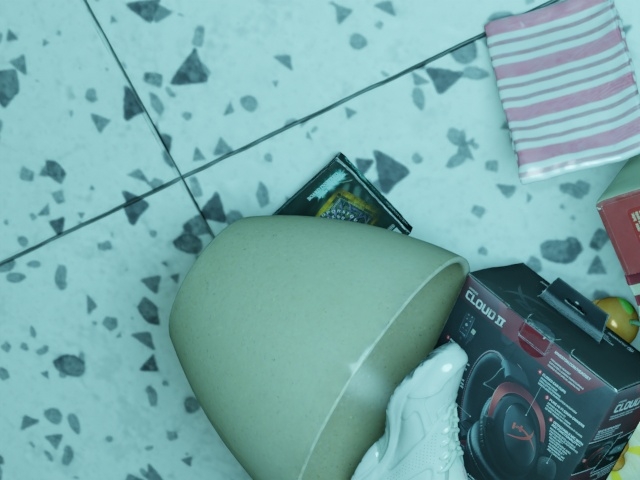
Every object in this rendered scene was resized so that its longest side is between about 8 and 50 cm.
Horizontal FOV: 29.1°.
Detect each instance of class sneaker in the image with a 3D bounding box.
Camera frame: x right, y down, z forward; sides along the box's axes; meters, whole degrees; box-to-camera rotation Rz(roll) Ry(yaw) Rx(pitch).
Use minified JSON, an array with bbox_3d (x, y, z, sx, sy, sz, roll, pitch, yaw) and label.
[{"bbox_3d":[0.124,0.217,1.349,0.115,0.090,0.232,33,121,20],"label":"sneaker"}]

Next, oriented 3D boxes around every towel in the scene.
[{"bbox_3d":[0.257,-0.164,1.297,0.144,0.029,0.197,-17,67,18],"label":"towel"}]

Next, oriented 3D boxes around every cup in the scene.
[{"bbox_3d":[-0.024,0.102,1.349,0.237,0.331,0.331,32,114,18],"label":"cup"}]

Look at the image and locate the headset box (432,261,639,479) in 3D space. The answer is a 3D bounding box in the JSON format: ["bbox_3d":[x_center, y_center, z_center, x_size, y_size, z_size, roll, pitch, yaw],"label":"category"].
[{"bbox_3d":[0.226,0.182,1.369,0.218,0.110,0.293,40,122,33],"label":"headset box"}]

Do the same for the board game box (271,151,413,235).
[{"bbox_3d":[0.000,0.000,1.468,0.186,0.026,0.126,-41,96,22],"label":"board game box"}]

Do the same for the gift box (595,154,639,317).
[{"bbox_3d":[0.464,-0.011,1.236,0.276,0.258,0.255,-14,105,30],"label":"gift box"}]

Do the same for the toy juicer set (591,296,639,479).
[{"bbox_3d":[0.298,0.215,1.425,0.209,0.089,0.329,35,108,12],"label":"toy juicer set"}]
